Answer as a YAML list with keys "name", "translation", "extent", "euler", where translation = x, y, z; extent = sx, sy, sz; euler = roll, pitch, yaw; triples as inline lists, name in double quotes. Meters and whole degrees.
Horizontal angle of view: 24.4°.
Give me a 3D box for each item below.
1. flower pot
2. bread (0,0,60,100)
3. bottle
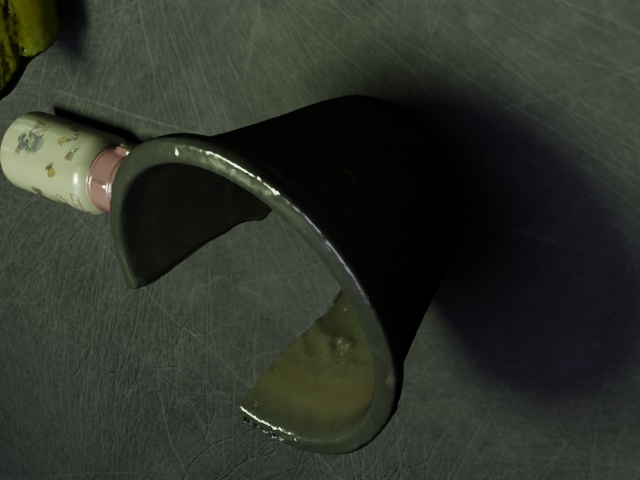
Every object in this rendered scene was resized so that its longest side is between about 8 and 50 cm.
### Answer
- name: "flower pot"
  translation: [0.000, 0.000, 1.531]
  extent: [0.379, 0.251, 0.379]
  euler: [30, 141, 28]
- name: "bread"
  translation: [-0.443, -0.338, 1.692]
  extent: [0.208, 0.251, 0.376]
  euler: [36, 148, 27]
- name: "bottle"
  translation: [-0.299, -0.092, 1.899]
  extent: [0.233, 0.110, 0.110]
  euler: [19, 137, 37]
